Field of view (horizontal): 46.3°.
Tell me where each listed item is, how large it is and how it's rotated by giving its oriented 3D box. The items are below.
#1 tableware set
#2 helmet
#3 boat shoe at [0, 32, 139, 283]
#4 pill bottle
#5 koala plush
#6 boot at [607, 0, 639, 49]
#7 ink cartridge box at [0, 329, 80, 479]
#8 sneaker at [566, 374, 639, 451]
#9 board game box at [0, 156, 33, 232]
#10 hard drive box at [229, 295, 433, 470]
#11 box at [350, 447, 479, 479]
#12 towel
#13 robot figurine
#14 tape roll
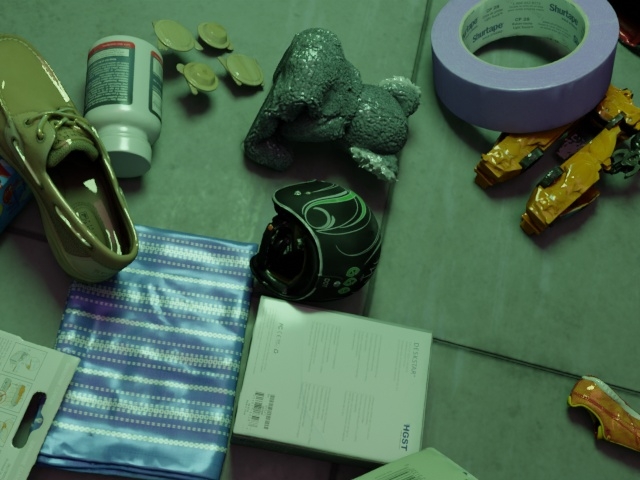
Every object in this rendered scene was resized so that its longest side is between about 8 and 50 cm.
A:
[{"bbox_3d":[-0.169,-0.281,1.135,0.168,0.020,0.141,-18,70,-45],"label":"tableware set"},{"bbox_3d":[0.000,0.000,1.000,0.161,0.169,0.169,-18,68,-49],"label":"helmet"},{"bbox_3d":[-0.321,-0.115,0.936,0.121,0.110,0.341,-30,94,-42],"label":"boat shoe"},{"bbox_3d":[-0.279,-0.187,1.060,0.108,0.108,0.180,1,67,-9],"label":"pill bottle"},{"bbox_3d":[0.035,-0.185,1.081,0.221,0.203,0.196,25,66,-11],"label":"koala plush"},{"bbox_3d":[0.671,-0.425,1.303,0.377,0.138,0.284,40,66,12],"label":"boot"},{"bbox_3d":[-0.428,0.194,0.905,0.224,0.056,0.181,19,65,-2],"label":"ink cartridge box"},{"bbox_3d":[0.416,0.260,1.026,0.175,0.064,0.067,38,87,13],"label":"sneaker"},{"bbox_3d":[-0.546,-0.100,0.963,0.308,0.086,0.302,26,55,1],"label":"board game box"},{"bbox_3d":[0.015,0.188,0.963,0.232,0.089,0.181,13,66,-4],"label":"hard drive box"},{"bbox_3d":[0.128,0.375,0.829,0.127,0.148,0.232,-18,96,-15],"label":"box"},{"bbox_3d":[-0.222,0.135,0.973,0.243,0.040,0.336,10,66,-6],"label":"towel"},{"bbox_3d":[0.386,-0.149,1.169,0.291,0.085,0.211,-38,78,-21],"label":"robot figurine"},{"bbox_3d":[0.311,-0.293,1.159,0.274,0.090,0.275,-6,53,8],"label":"tape roll"}]
